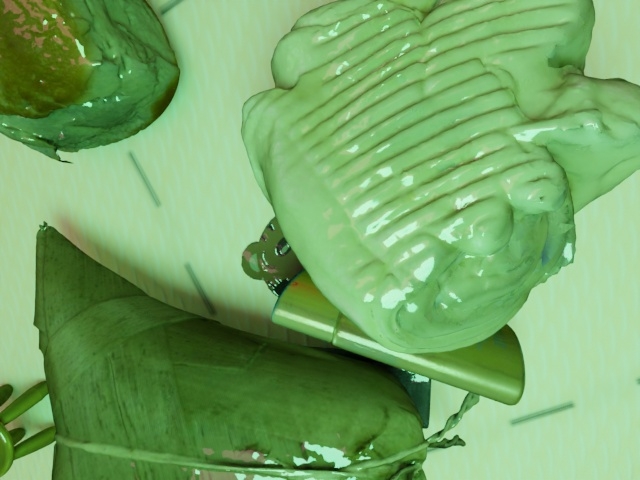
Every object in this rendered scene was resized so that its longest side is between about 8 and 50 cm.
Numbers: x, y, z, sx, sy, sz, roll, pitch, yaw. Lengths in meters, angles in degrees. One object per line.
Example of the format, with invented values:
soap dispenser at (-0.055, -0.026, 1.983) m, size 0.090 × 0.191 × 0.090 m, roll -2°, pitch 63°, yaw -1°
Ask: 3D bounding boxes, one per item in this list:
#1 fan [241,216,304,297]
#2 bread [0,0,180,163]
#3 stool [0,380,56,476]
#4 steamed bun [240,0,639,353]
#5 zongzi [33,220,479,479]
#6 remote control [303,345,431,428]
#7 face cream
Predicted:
fan at (0.000, 0.000, 0.601) m, size 0.152 × 0.008 × 0.227 m, roll 39°, pitch 105°, yaw 1°
bread at (-0.331, -0.238, 0.508) m, size 0.250 × 0.225 × 0.279 m, roll -22°, pitch 107°, yaw 19°
stool at (-0.493, 0.295, 0.689) m, size 0.134 × 0.110 × 0.135 m, roll 35°, pitch 103°, yaw 1°
steamed bun at (0.117, -0.088, 0.450) m, size 0.339 × 0.247 × 0.352 m, roll -33°, pitch 69°, yaw 3°
zongzi at (-0.098, 0.121, 0.509) m, size 0.499 × 0.218 × 0.467 m, roll -19°, pitch 85°, yaw 7°
remote control at (-0.036, 0.202, 0.626) m, size 0.377 × 0.044 × 0.107 m, roll 2°, pitch 96°, yaw 9°
face cream at (0.091, 0.101, 0.532) m, size 0.284 × 0.139 × 0.067 m, roll 17°, pitch 113°, yaw 5°
